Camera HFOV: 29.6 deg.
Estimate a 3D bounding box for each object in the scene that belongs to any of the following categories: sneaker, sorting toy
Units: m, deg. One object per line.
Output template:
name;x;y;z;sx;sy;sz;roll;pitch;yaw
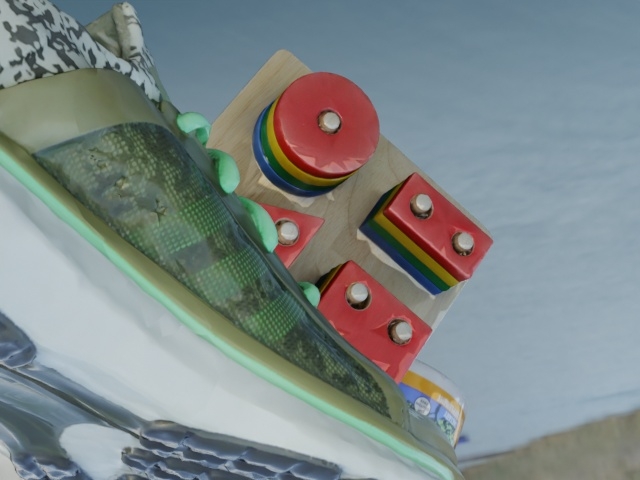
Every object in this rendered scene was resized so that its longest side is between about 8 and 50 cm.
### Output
sneaker;-0.064;-0.003;0.458;0.158;0.182;0.410;-12;145;33
sorting toy;0.000;0.000;0.982;0.257;0.255;0.089;-53;-171;-26

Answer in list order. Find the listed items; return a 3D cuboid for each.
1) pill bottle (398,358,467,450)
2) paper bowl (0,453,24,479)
pill bottle;0.025;0.245;1.108;0.152;0.272;0.152;18;155;9
paper bowl;-0.378;0.247;1.139;0.284;0.284;0.148;-3;138;-27
